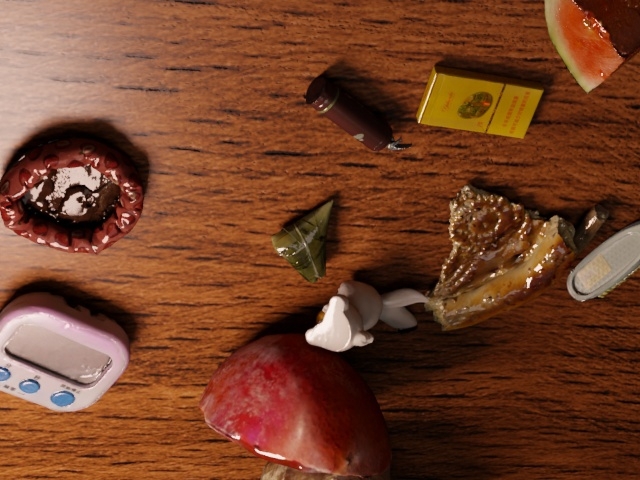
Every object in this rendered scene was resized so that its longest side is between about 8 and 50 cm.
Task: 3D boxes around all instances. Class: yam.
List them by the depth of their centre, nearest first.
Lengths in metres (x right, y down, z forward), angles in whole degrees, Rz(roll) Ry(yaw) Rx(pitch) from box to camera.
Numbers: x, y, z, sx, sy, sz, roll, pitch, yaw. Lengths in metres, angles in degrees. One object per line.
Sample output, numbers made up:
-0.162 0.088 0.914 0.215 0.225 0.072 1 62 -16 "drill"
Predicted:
0.379 0.005 2.023 0.032 0.032 0.145 19 128 -22 "yam"

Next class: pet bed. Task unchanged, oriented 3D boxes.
-0.338 -0.061 1.859 0.201 0.053 0.201 -7 134 -8 "pet bed"

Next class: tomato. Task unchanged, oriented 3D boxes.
-0.023 0.230 2.037 0.309 0.309 0.170 11 96 -16 "tomato"

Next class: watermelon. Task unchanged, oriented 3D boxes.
0.358 -0.290 1.722 0.145 0.137 0.193 46 118 2 "watermelon"

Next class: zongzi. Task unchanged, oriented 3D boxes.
0.000 0.000 1.964 0.113 0.052 0.104 -38 135 8 "zongzi"

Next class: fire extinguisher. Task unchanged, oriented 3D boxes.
0.048 -0.161 1.824 0.158 0.043 0.064 34 149 -31 "fire extinguisher"

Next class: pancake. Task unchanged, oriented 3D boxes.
0.242 0.022 2.002 0.266 0.057 0.244 -26 129 16 "pancake"

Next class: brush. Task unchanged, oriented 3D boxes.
0.494 -0.004 2.013 0.297 0.068 0.060 -42 140 24 "brush"

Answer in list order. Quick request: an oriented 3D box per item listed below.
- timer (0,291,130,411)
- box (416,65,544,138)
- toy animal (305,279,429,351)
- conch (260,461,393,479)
-0.403 0.168 2.043 0.208 0.069 0.191 28 123 -26 "timer"
0.215 -0.186 1.837 0.155 0.023 0.087 7 133 -13 "box"
0.063 0.117 2.036 0.127 0.182 0.131 39 124 14 "toy animal"
0.022 0.424 2.247 0.297 0.352 0.210 23 81 -20 "conch"
